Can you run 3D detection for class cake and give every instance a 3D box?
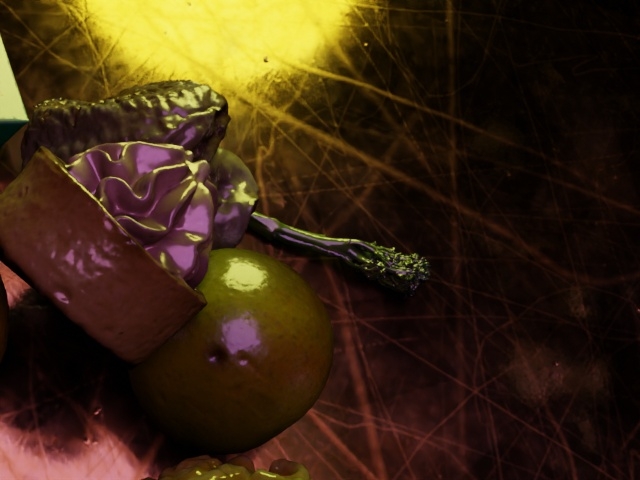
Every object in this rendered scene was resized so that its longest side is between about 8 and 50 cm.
[{"bbox_3d":[-0.173,-0.012,1.088,0.178,0.207,0.185,-52,132,-11],"label":"cake"}]

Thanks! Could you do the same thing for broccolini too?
[{"bbox_3d":[0.000,0.000,1.344,0.239,0.051,0.054,21,71,-1],"label":"broccolini"}]

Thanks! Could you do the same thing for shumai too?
[{"bbox_3d":[-0.175,-0.052,1.248,0.218,0.184,0.186,-7,105,18],"label":"shumai"}]

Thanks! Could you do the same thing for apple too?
[{"bbox_3d":[-0.085,0.099,1.191,0.157,0.196,0.196,49,60,-28],"label":"apple"}]

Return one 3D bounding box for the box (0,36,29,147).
[{"bbox_3d":[-0.412,-0.154,1.193,0.244,0.092,0.153,-6,70,-49],"label":"box"}]

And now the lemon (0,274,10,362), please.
[{"bbox_3d":[-0.391,0.061,1.101,0.240,0.219,0.241,4,71,-11],"label":"lemon"}]

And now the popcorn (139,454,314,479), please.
[{"bbox_3d":[-0.067,0.279,1.135,0.235,0.217,0.181,11,93,-19],"label":"popcorn"}]
